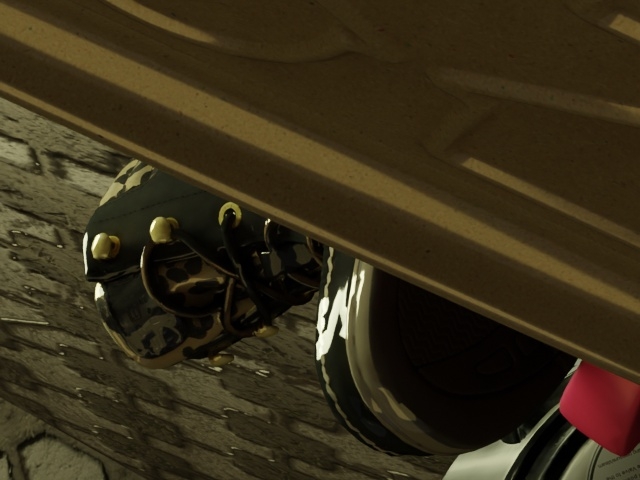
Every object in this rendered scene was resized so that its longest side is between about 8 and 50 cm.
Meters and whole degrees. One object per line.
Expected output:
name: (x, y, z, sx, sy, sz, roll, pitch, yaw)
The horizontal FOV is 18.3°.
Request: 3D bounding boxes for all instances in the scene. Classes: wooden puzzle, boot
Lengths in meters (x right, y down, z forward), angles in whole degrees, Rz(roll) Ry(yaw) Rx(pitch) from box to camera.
wooden puzzle: (0.050, -0.086, 0.496, 0.322, 0.080, 0.348, 24, 158, -7)
boot: (0.000, 0.000, 1.046, 0.284, 0.377, 0.138, -27, 122, 33)

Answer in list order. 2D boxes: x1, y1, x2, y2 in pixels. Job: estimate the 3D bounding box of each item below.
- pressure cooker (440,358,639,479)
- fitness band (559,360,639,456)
pressure cooker: (0.281, 0.265, 1.490, 0.375, 0.370, 0.420, 27, 169, -4)
fitness band: (0.218, -0.014, 1.013, 0.054, 0.291, 0.209, 37, 151, 10)
